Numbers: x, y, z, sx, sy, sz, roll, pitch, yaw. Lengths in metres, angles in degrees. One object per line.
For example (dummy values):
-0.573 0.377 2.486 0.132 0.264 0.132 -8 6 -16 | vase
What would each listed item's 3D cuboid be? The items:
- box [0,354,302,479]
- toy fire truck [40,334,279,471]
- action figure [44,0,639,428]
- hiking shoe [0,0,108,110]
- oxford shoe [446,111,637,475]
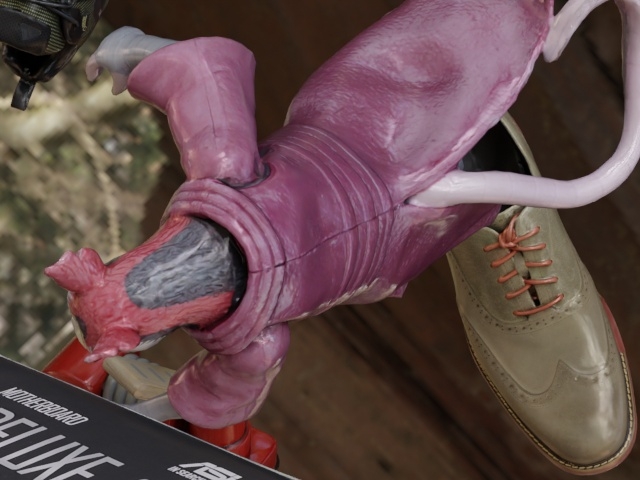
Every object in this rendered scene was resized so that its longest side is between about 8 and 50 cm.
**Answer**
-0.098 0.202 0.548 0.242 0.076 0.307 14 -69 45 | box
-0.154 0.140 1.394 0.217 0.158 0.246 23 -45 20 | toy fire truck
0.000 0.000 0.907 0.275 0.370 0.248 3 -70 32 | action figure
-0.159 -0.171 0.995 0.086 0.114 0.227 12 -30 -2 | hiking shoe
0.159 0.029 1.360 0.348 0.123 0.130 66 6 16 | oxford shoe
